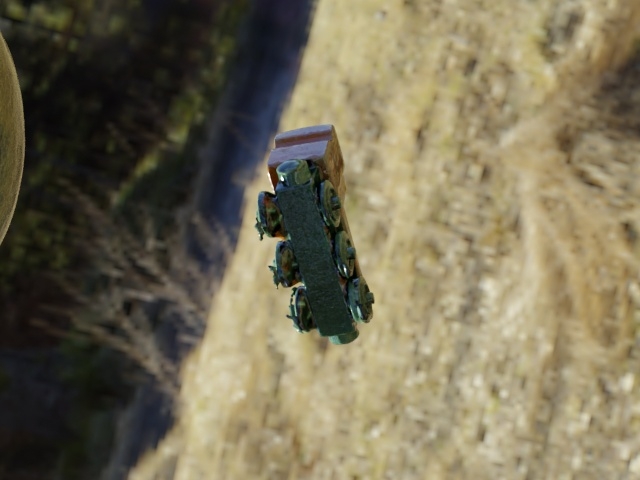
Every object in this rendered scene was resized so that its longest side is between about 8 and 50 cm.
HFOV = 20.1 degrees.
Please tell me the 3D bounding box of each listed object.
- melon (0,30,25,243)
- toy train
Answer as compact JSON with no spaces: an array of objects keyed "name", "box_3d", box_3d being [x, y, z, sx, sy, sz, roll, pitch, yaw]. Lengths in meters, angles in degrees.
[{"name":"melon","box_3d":[-0.137,-0.034,0.537,0.098,0.098,0.131,133,140,-54]},{"name":"toy train","box_3d":[0.000,0.000,0.885,0.064,0.044,0.103,-77,-26,-61]}]
